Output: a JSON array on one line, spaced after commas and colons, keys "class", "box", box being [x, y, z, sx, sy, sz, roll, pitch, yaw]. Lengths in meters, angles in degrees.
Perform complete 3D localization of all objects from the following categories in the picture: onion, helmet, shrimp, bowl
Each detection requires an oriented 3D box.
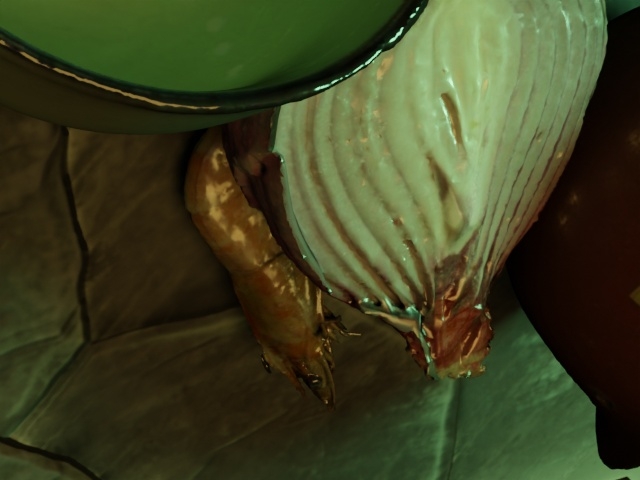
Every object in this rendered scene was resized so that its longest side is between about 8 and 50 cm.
[{"class": "onion", "box": [0.047, -0.072, 1.072, 0.267, 0.159, 0.348, -16, 126, -22]}, {"class": "helmet", "box": [0.254, -0.041, 1.175, 0.230, 0.337, 0.385, 37, 112, -11]}, {"class": "shrimp", "box": [0.000, 0.000, 1.191, 0.169, 0.058, 0.296, -31, 129, -12]}, {"class": "bowl", "box": [-0.119, -0.205, 0.831, 0.354, 0.354, 0.185, -4, 167, -29]}]
